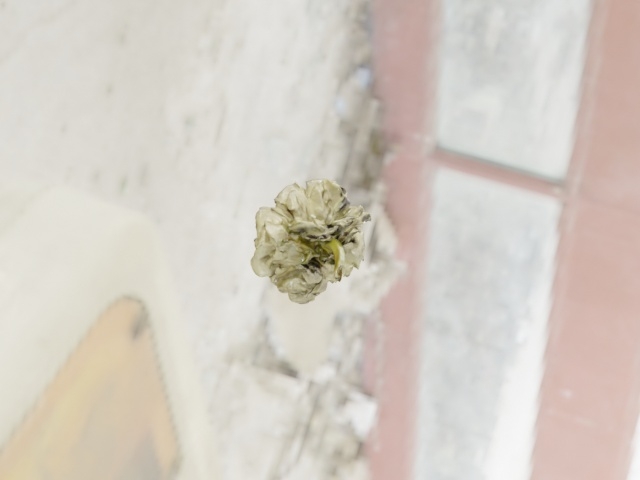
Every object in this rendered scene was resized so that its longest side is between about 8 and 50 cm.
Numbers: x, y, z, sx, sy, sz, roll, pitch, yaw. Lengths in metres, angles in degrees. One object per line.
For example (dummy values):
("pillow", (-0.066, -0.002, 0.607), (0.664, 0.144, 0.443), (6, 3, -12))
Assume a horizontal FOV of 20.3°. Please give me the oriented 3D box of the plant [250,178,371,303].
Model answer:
("plant", (0.000, 0.000, 1.606), (0.104, 0.122, 0.116), (40, 77, -27))
